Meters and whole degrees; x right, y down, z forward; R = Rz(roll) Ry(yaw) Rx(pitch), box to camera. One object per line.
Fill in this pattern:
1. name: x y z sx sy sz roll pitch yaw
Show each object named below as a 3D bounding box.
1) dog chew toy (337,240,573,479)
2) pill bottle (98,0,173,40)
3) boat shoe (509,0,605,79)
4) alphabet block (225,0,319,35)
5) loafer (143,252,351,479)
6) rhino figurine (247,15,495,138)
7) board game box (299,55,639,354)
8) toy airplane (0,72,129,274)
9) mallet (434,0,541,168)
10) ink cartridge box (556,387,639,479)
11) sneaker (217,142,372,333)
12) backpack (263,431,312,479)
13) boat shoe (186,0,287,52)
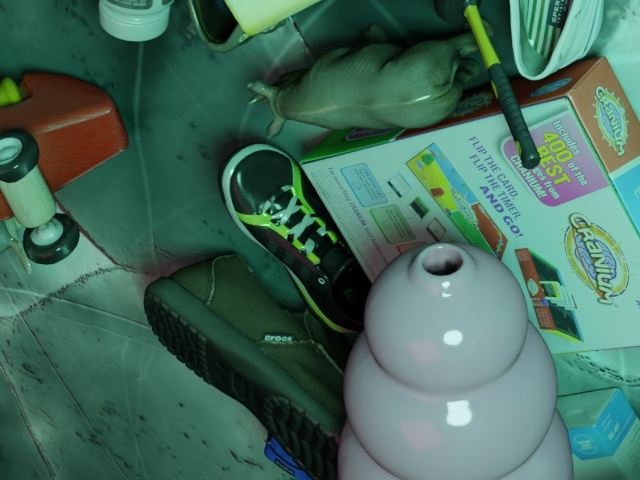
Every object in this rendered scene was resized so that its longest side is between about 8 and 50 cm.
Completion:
1. dog chew toy: 0.108 0.136 1.268 0.206 0.206 0.332 18 139 26
2. pill bottle: -0.164 -0.252 1.362 0.078 0.078 0.137 29 137 16
3. boat shoe: 0.179 -0.220 1.117 0.083 0.076 0.226 15 132 28
4. alphabet block: 0.001 -0.289 1.065 0.197 0.193 0.192 -24 108 19
5. loafer: -0.010 0.129 1.511 0.366 0.130 0.134 40 154 14
6. rhino figurine: 0.027 -0.132 1.289 0.243 0.106 0.073 -2 122 39
7. board game box: 0.158 -0.011 1.305 0.316 0.064 0.242 -10 117 47
8. toy airplane: -0.438 -0.088 1.576 0.384 0.272 0.386 21 130 -24
9. mallet: 0.133 -0.144 1.167 0.062 0.039 0.190 91 162 -56
10. ink cartridge box: 0.274 0.233 1.440 0.104 0.060 0.180 -18 112 45
11. sneaker: 0.000 0.000 1.433 0.235 0.084 0.097 51 161 -25
12. backpack: -0.013 0.206 1.618 0.098 0.101 0.120 37 144 17
13. boat shoe: -0.065 -0.293 1.237 0.109 0.091 0.305 22 135 22
